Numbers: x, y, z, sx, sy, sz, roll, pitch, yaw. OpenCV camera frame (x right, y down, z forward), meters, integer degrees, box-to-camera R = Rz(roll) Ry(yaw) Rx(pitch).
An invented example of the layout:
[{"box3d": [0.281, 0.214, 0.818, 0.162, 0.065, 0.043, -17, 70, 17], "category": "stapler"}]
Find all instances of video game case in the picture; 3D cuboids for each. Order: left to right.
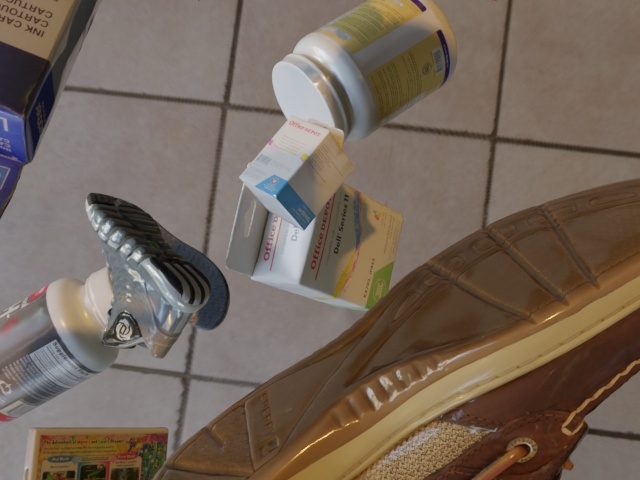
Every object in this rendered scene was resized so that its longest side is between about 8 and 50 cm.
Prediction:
[{"box3d": [-0.224, 0.260, 0.804, 0.019, 0.157, 0.143, -7, 76, 42], "category": "video game case"}]

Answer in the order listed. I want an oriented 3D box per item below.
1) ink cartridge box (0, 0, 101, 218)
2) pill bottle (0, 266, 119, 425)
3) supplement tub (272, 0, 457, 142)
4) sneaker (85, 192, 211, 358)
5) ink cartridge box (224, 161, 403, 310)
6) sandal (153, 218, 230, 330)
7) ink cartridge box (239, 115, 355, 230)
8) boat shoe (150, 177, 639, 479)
[{"box3d": [-0.224, -0.168, 0.466, 0.186, 0.065, 0.311, 17, 65, -10], "category": "ink cartridge box"}, {"box3d": [-0.463, 0.173, 1.389, 0.319, 0.176, 0.176, -29, 85, 5], "category": "pill bottle"}, {"box3d": [0.091, -0.355, 1.667, 0.331, 0.241, 0.241, -35, 85, -20], "category": "supplement tub"}, {"box3d": [-0.219, 0.047, 0.882, 0.229, 0.086, 0.132, 41, 108, 42], "category": "sneaker"}, {"box3d": [0.000, 0.000, 1.467, 0.119, 0.353, 0.207, 6, 80, 38], "category": "ink cartridge box"}, {"box3d": [-0.231, 0.044, 1.295, 0.097, 0.054, 0.254, -43, 67, -7], "category": "sandal"}, {"box3d": [-0.027, -0.106, 1.174, 0.143, 0.090, 0.092, -50, 46, -10], "category": "ink cartridge box"}, {"box3d": [0.071, 0.095, 0.419, 0.342, 0.123, 0.123, -35, 108, 4], "category": "boat shoe"}]
